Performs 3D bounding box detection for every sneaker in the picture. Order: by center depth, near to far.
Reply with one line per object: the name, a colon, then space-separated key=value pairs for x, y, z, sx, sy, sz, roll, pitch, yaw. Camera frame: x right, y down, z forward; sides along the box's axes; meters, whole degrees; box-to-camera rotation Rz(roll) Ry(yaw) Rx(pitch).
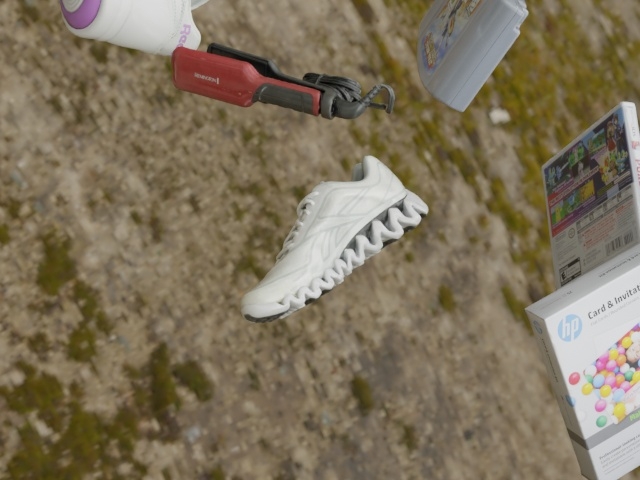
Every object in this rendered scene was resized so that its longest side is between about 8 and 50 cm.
sneaker: x=-0.180 y=-0.301 z=1.206 sx=0.152 sy=0.114 sz=0.305 roll=17 pitch=54 yaw=-34
sneaker: x=0.000 y=0.000 z=1.526 sx=0.292 sy=0.110 sz=0.118 roll=-37 pitch=94 yaw=-30

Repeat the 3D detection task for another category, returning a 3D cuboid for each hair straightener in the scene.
hair straightener: x=-0.022 y=-0.139 z=1.049 sx=0.089 sy=0.230 sz=0.047 roll=-18 pitch=114 yaw=-46

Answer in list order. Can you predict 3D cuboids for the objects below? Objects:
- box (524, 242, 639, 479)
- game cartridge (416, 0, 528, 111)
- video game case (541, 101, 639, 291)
box: x=0.278 y=0.111 z=1.108 sx=0.038 sy=0.145 sz=0.186 roll=30 pitch=-36 yaw=65
game cartridge: x=0.215 y=-0.317 z=1.796 sx=0.062 sy=0.198 sz=0.297 roll=30 pitch=28 yaw=-18
video game case: x=0.335 y=-0.044 z=1.487 sx=0.023 sy=0.201 sz=0.183 roll=3 pitch=70 yaw=-18
